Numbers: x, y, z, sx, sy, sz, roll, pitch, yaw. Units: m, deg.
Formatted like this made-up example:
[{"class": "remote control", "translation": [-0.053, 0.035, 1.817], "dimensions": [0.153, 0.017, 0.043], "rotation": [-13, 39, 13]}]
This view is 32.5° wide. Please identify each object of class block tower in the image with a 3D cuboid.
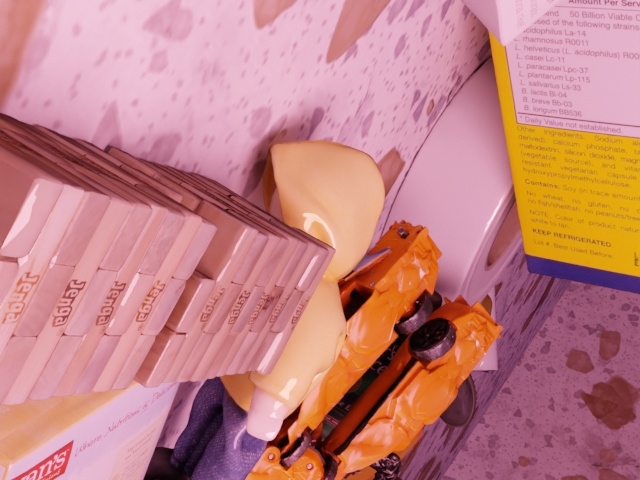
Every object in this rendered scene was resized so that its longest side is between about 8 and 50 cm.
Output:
[{"class": "block tower", "translation": [-0.096, 0.010, 0.519], "dimensions": [0.091, 0.097, 0.335], "rotation": [-61, 162, 4]}]

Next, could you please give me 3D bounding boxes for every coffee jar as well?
[{"class": "coffee jar", "translation": [0.040, 0.111, 1.077], "dimensions": [0.184, 0.096, 0.079], "rotation": [-59, 172, -3]}]

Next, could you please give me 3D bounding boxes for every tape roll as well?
[{"class": "tape roll", "translation": [0.176, -0.056, 1.182], "dimensions": [0.286, 0.100, 0.286], "rotation": [-51, 161, -24]}]

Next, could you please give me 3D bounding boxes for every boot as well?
[{"class": "boot", "translation": [0.168, 0.223, 1.620], "dimensions": [0.208, 0.076, 0.189], "rotation": [-39, 121, -65]}]

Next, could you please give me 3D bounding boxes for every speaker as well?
[{"class": "speaker", "translation": [0.237, 0.130, 1.640], "dimensions": [0.055, 0.055, 0.136], "rotation": [26, 62, -73]}]

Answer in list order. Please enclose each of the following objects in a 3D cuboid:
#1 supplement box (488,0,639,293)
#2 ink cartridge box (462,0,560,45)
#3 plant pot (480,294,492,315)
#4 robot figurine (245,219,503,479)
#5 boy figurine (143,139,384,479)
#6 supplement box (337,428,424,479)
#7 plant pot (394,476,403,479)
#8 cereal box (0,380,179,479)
[{"class": "supplement box", "translation": [0.285, -0.147, 0.957], "dimensions": [0.195, 0.194, 0.356], "rotation": [-47, 135, -37]}, {"class": "ink cartridge box", "translation": [0.106, -0.235, 0.432], "dimensions": [0.233, 0.168, 0.171], "rotation": [-39, 162, 2]}, {"class": "plant pot", "translation": [0.201, 0.104, 1.573], "dimensions": [0.083, 0.081, 0.081], "rotation": [-57, 168, -53]}, {"class": "robot figurine", "translation": [0.023, 0.134, 0.966], "dimensions": [0.291, 0.085, 0.211], "rotation": [-46, 117, -13]}, {"class": "boy figurine", "translation": [-0.040, 0.068, 0.743], "dimensions": [0.177, 0.092, 0.285], "rotation": [-111, -138, -67]}, {"class": "supplement box", "translation": [0.056, 0.319, 1.519], "dimensions": [0.233, 0.078, 0.080], "rotation": [-30, 150, -57]}, {"class": "plant pot", "translation": [0.060, 0.432, 1.607], "dimensions": [0.167, 0.167, 0.165], "rotation": [-36, 143, -54]}, {"class": "cereal box", "translation": [-0.171, 0.175, 0.659], "dimensions": [0.173, 0.047, 0.240], "rotation": [-30, 146, -60]}]
